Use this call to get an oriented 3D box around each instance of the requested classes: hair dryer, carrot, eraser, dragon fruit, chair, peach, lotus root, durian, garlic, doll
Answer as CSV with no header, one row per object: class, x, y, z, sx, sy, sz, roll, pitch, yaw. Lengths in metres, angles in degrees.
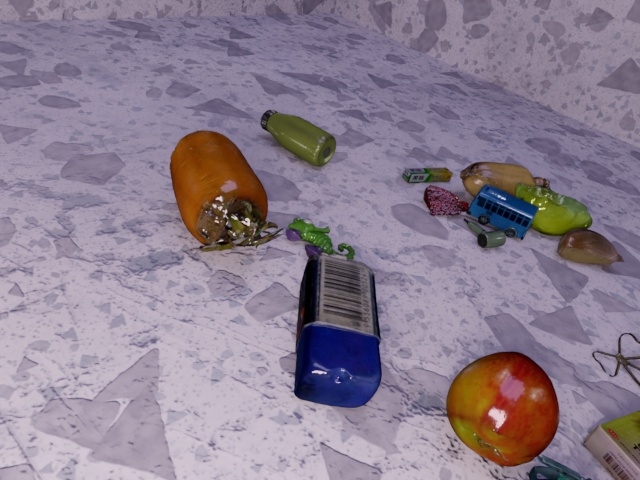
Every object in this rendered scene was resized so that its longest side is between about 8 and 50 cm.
hair dryer,0.460,-0.030,1.518,0.071,0.047,0.150,-5,33,-26
carrot,-0.220,-0.083,1.186,0.193,0.214,0.331,-19,42,-16
eraser,0.035,0.162,1.023,0.155,0.101,0.332,13,36,-8
dragon fruit,0.380,-0.115,1.599,0.131,0.063,0.097,1,76,-4
chair,0.757,0.293,1.078,0.160,0.170,0.325,-22,52,-24
peach,0.317,0.277,0.901,0.197,0.197,0.197,11,35,-8
lotus root,0.582,-0.179,1.696,0.303,0.131,0.146,7,58,-14
durian,0.702,-0.090,1.612,0.250,0.139,0.101,21,29,6
garlic,0.780,0.019,1.543,0.196,0.087,0.101,14,48,-8
doll,0.000,0.000,1.281,0.190,0.050,0.115,38,47,26

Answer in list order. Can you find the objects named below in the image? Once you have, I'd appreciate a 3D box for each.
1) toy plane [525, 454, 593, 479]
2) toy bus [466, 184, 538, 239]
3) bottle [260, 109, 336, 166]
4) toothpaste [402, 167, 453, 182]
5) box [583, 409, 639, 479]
toy plane,0.414,0.408,0.837,0.235,0.096,0.060,30,36,-11
toy bus,0.545,-0.090,1.578,0.185,0.106,0.090,28,39,17
bottle,-0.078,-0.334,1.663,0.260,0.112,0.112,33,38,24
toothpaste,0.356,-0.217,1.740,0.178,0.037,0.043,-5,41,-28
box,0.625,0.426,0.920,0.175,0.062,0.260,-5,40,-28
